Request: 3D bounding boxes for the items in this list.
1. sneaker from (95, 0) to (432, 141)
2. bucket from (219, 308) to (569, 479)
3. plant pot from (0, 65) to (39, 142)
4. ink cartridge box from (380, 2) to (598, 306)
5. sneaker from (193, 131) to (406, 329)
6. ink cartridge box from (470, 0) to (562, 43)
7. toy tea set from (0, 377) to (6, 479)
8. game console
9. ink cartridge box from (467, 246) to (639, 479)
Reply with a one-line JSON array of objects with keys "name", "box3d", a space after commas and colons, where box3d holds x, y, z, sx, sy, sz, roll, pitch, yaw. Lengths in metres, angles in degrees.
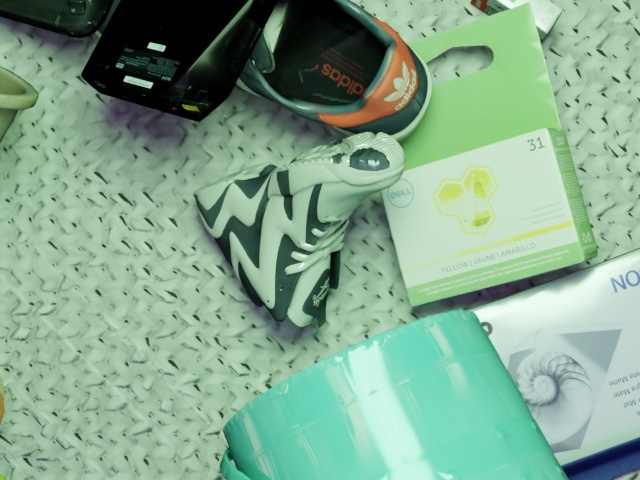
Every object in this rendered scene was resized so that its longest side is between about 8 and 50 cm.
[{"name": "sneaker", "box3d": [-0.069, -0.195, 1.480, 0.350, 0.148, 0.131, 20, 86, 12]}, {"name": "bucket", "box3d": [0.060, 0.192, 1.408, 0.281, 0.281, 0.183, -25, 76, -1]}, {"name": "plant pot", "box3d": [-0.448, -0.041, 1.429, 0.334, 0.334, 0.305, 22, 99, 2]}, {"name": "ink cartridge box", "box3d": [0.134, -0.075, 1.498, 0.171, 0.056, 0.235, -16, 88, 26]}, {"name": "sneaker", "box3d": [0.000, 0.000, 1.469, 0.235, 0.094, 0.153, -14, 101, 38]}, {"name": "ink cartridge box", "box3d": [0.162, -0.223, 1.534, 0.115, 0.063, 0.029, 33, 85, 3]}, {"name": "toy tea set", "box3d": [-0.395, 0.251, 1.491, 0.336, 0.124, 0.200, -44, 121, -20]}, {"name": "game console", "box3d": [-0.187, -0.238, 1.475, 0.361, 0.044, 0.213, 19, 76, 33]}, {"name": "ink cartridge box", "box3d": [0.257, 0.134, 1.514, 0.223, 0.045, 0.224, -21, 86, 1]}]
